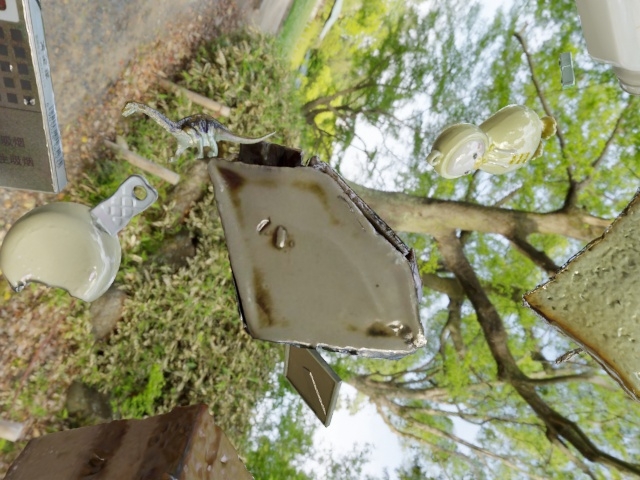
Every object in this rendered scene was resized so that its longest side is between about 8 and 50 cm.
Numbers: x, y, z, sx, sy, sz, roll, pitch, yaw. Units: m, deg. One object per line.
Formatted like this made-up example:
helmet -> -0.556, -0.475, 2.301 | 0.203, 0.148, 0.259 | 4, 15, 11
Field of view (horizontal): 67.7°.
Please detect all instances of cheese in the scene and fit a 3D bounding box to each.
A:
cheese -> -0.362, -0.017, 0.705 | 0.249, 0.163, 0.071 | -56, -170, 17

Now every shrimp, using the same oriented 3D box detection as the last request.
shrimp -> 0.721, 0.322, 1.349 | 0.083, 0.114, 0.023 | 99, -32, -75

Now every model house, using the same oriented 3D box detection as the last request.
model house -> 0.000, 0.000, 0.753 | 0.282, 0.317, 0.297 | -86, -179, -81

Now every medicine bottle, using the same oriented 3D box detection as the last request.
medicine bottle -> 0.464, -0.364, 0.681 | 0.179, 0.324, 0.124 | -42, -144, 3

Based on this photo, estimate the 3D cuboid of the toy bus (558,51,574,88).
toy bus -> 0.583, -0.404, 1.130 | 0.037, 0.031, 0.083 | -7, 91, -63

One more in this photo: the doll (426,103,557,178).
doll -> 0.314, -0.173, 0.888 | 0.296, 0.117, 0.141 | -23, 152, -29

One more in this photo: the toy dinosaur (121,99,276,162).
toy dinosaur -> -0.129, -0.112, 0.531 | 0.037, 0.180, 0.058 | 17, -78, 39

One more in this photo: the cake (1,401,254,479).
cake -> -0.221, 0.305, 0.463 | 0.199, 0.293, 0.196 | -80, 154, -56

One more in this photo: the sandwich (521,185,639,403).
sandwich -> 0.525, 0.084, 0.743 | 0.301, 0.271, 0.099 | -45, 160, 5

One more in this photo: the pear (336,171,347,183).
pear -> -0.023, -0.073, 1.039 | 0.200, 0.200, 0.200 | -61, -169, 22

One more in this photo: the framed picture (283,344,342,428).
framed picture -> -0.021, 0.268, 0.933 | 0.015, 0.150, 0.203 | -28, 146, -29

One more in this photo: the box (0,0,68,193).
box -> -0.443, -0.218, 0.610 | 0.047, 0.180, 0.325 | -93, -169, -56
